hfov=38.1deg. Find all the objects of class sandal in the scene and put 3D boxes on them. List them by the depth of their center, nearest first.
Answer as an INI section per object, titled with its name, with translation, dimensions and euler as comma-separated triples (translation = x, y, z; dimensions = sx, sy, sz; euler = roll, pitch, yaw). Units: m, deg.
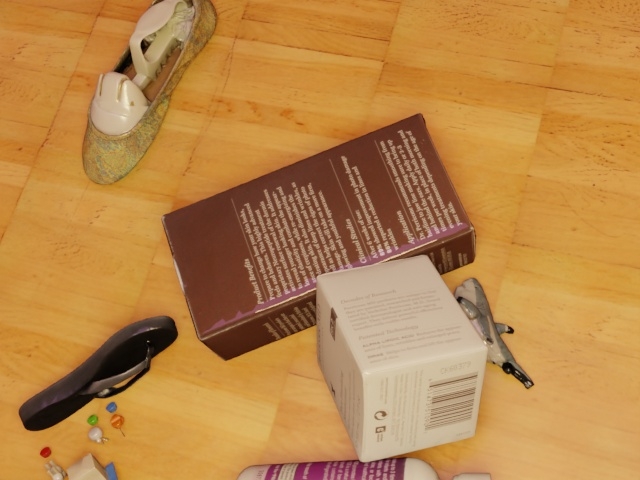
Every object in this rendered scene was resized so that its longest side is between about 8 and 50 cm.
[sandal]
translation = -0.292, 0.192, 1.268
dimensions = 0.254, 0.097, 0.054
euler = -37, 65, 7

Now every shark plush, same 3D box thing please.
[shark plush]
translation = 0.228, 0.120, 1.212
dimensions = 0.067, 0.073, 0.161
euler = -25, 57, -32

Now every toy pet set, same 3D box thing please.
[toy pet set]
translation = -0.304, 0.301, 1.253
dimensions = 0.122, 0.065, 0.114
euler = -34, 32, -6

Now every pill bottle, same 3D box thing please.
[pill bottle]
translation = 0.055, 0.344, 1.093
dimensions = 0.302, 0.169, 0.169
euler = -6, 68, 10

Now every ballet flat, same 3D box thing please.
[ballet flat]
translation = -0.277, -0.253, 1.422
dimensions = 0.123, 0.123, 0.348
euler = 25, 76, 19

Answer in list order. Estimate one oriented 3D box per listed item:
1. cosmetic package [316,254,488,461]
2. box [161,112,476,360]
[cosmetic package]
translation = 0.091, 0.139, 1.123
dimensions = 0.152, 0.151, 0.183
euler = -10, 37, -14
[box]
translation = 0.000, 0.000, 1.257
dimensions = 0.382, 0.143, 0.191
euler = -21, 67, 1
